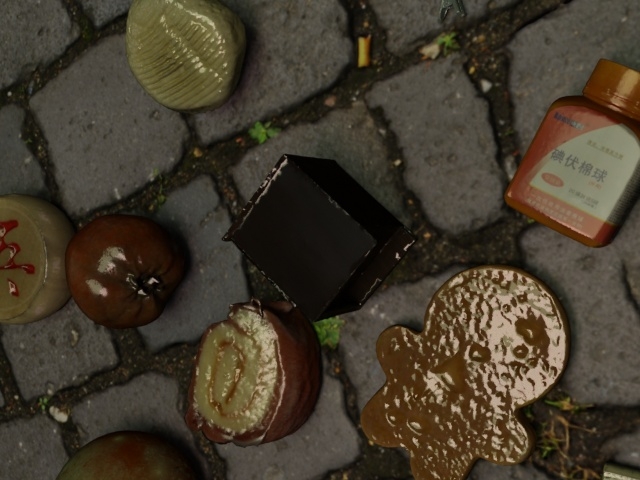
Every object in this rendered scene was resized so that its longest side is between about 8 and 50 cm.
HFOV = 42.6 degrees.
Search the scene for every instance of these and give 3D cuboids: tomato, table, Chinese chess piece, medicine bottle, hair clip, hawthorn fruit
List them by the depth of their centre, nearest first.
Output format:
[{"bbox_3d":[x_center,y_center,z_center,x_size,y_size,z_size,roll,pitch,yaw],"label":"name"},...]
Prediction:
[{"bbox_3d":[0.359,-0.116,1.076,0.149,0.112,0.222,31,105,23],"label":"medicine bottle"},{"bbox_3d":[0.179,-0.379,1.206,0.039,0.030,0.115,-16,84,28],"label":"hair clip"},{"bbox_3d":[0.000,0.000,1.230,0.193,0.169,0.172,44,109,18],"label":"table"},{"bbox_3d":[-0.340,0.460,1.385,0.270,0.223,0.270,-1,88,25],"label":"tomato"},{"bbox_3d":[-0.358,0.036,1.416,0.251,0.199,0.199,27,104,40],"label":"hawthorn fruit"},{"bbox_3d":[-0.573,0.035,1.560,0.250,0.103,0.249,0,91,25],"label":"Chinese chess piece"}]

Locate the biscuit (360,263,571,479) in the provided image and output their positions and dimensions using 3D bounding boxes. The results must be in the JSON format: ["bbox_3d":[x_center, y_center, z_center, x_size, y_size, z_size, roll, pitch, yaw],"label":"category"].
[{"bbox_3d":[0.211,0.194,1.193,0.275,0.052,0.355,36,105,21],"label":"biscuit"}]

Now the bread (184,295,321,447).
[{"bbox_3d":[-0.100,0.204,1.311,0.190,0.123,0.244,16,99,24],"label":"bread"}]

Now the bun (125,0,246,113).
[{"bbox_3d":[-0.217,-0.321,1.351,0.220,0.134,0.220,14,125,21],"label":"bun"}]

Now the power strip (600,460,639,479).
[{"bbox_3d":[0.463,0.357,1.078,0.268,0.034,0.092,9,95,26],"label":"power strip"}]
